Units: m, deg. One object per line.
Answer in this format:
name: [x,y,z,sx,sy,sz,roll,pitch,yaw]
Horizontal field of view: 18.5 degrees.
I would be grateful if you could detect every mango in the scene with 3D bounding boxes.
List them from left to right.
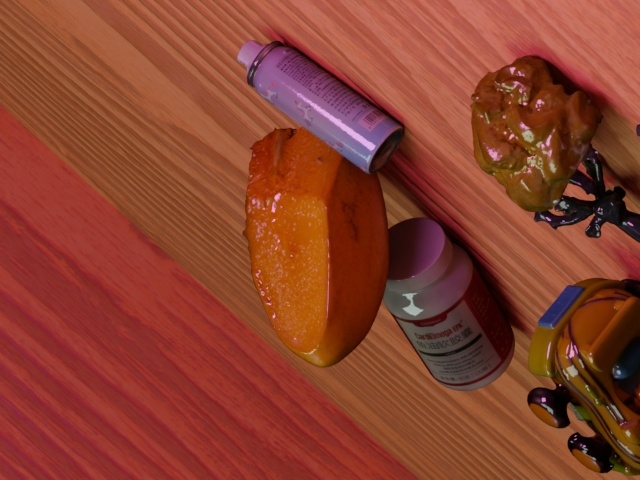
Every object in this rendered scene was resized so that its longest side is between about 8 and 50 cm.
mango: [0.000,0.000,2.482,0.199,0.350,0.201,5,149,-23]

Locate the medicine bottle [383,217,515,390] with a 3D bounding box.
medicine bottle: [0.164,0.087,2.633,0.131,0.131,0.250,27,159,43]

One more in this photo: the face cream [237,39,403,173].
face cream: [-0.006,-0.175,2.441,0.229,0.075,0.075,37,164,18]

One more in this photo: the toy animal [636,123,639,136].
toy animal: [0.371,-0.087,1.767,0.137,0.082,0.269,44,169,2]

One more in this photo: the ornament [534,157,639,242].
ornament: [0.329,0.003,2.116,0.236,0.080,0.202,32,159,24]

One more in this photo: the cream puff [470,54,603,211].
cream puff: [0.211,-0.109,2.008,0.156,0.121,0.156,43,170,9]

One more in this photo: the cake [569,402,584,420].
cake: [0.413,0.209,2.430,0.235,0.099,0.100,28,161,38]

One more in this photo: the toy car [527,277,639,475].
toy car: [0.358,0.159,2.230,0.248,0.200,0.142,46,163,-25]
